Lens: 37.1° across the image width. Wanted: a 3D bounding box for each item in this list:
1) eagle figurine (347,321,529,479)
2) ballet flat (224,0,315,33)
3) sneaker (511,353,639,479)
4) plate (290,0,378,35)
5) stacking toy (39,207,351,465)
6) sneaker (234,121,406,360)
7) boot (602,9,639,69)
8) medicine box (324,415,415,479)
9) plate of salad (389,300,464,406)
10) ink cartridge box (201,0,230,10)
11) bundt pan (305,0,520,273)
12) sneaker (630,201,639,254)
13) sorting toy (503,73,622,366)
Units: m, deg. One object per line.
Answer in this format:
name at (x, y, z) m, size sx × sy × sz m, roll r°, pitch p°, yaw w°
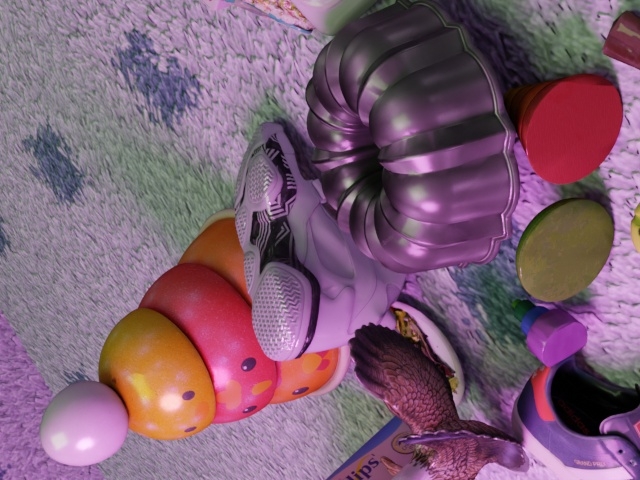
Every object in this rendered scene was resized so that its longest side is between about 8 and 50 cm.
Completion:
eagle figurine at (0.157, 0.262, 1.259) m, size 0.226 × 0.225 × 0.298 m, roll 3°, pitch 128°, yaw 16°
ballet flat at (-0.102, -0.337, 1.218) m, size 0.241 × 0.091 × 0.077 m, roll 17°, pitch 116°, yaw -6°
sneaker at (0.388, 0.265, 1.131) m, size 0.350 × 0.131 × 0.148 m, roll 35°, pitch 139°, yaw 24°
plate at (-0.007, -0.376, 1.054) m, size 0.277 × 0.045 × 0.278 m, roll 42°, pitch 140°, yaw -17°
stacking toy at (-0.215, 0.194, 1.461) m, size 0.350 × 0.480 × 0.351 m, roll 29°, pitch 136°, yaw 32°
sneaker at (0.000, 0.000, 1.370) m, size 0.137 × 0.210 × 0.366 m, roll 130°, pitch 137°, yaw -51°
boot at (0.333, -0.200, 0.923) m, size 0.114 × 0.037 × 0.106 m, roll 43°, pitch 140°, yaw 25°
medicine box at (0.105, 0.469, 1.489) m, size 0.149 × 0.263 × 0.289 m, roll 23°, pitch 133°, yaw 36°
plate of salad at (0.128, 0.180, 1.427) m, size 0.200 × 0.048 × 0.200 m, roll 28°, pitch 134°, yaw 32°
ink cartridge box at (-0.142, -0.397, 1.288) m, size 0.099 × 0.056 × 0.135 m, roll 45°, pitch 142°, yaw 15°
bundt pan at (0.084, -0.106, 1.111) m, size 0.331 × 0.124 × 0.331 m, roll 50°, pitch 151°, yaw 42°
sneaker at (0.447, 0.014, 0.906) m, size 0.295 × 0.123 × 0.109 m, roll 23°, pitch 103°, yaw 16°
sorting toy at (0.252, -0.032, 1.103) m, size 0.126 × 0.127 × 0.366 m, roll -134°, pitch 33°, yaw -54°
